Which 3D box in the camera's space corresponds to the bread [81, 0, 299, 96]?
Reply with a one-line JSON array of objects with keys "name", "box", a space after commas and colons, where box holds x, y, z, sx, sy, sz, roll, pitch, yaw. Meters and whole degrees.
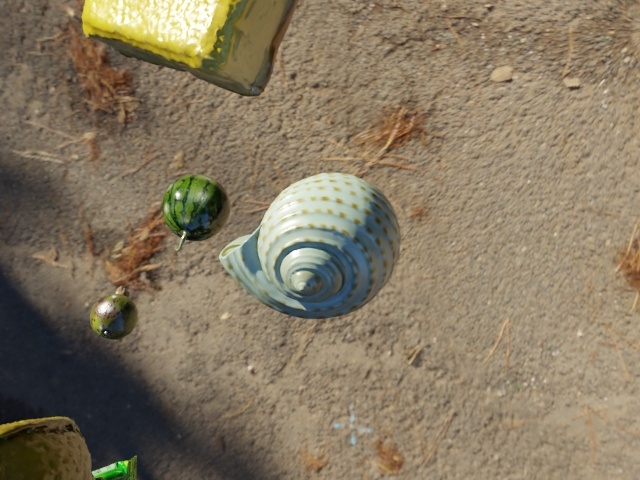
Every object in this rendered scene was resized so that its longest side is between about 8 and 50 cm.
[{"name": "bread", "box": [-0.167, -0.398, 1.037, 0.323, 0.143, 0.333, 28, 98, 32]}]

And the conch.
[{"name": "conch", "box": [0.005, 0.009, 0.713, 0.172, 0.200, 0.131, -39, 84, 29]}]

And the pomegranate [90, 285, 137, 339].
[{"name": "pomegranate", "box": [-0.303, 0.104, 1.079, 0.073, 0.073, 0.085, 5, 70, 23]}]

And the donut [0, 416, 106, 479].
[{"name": "donut", "box": [-0.340, 0.240, 0.701, 0.272, 0.272, 0.107, -18, 81, 27]}]

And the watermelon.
[{"name": "watermelon", "box": [-0.180, -0.045, 1.048, 0.108, 0.109, 0.109, 7, 108, 22]}]

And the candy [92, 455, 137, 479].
[{"name": "candy", "box": [-0.354, 0.377, 1.063, 0.032, 0.178, 0.102, 50, 138, 36]}]
